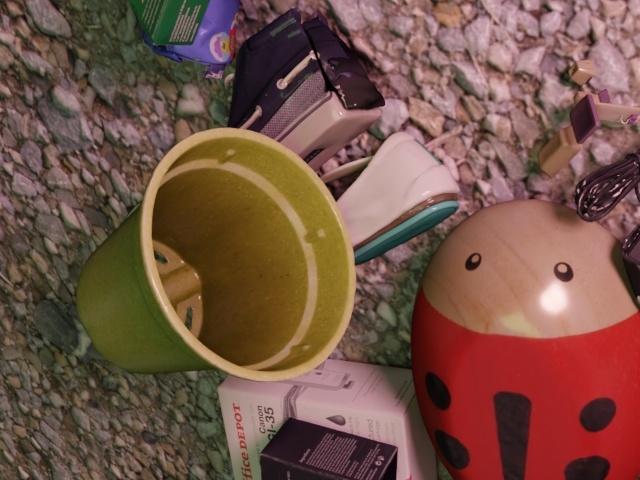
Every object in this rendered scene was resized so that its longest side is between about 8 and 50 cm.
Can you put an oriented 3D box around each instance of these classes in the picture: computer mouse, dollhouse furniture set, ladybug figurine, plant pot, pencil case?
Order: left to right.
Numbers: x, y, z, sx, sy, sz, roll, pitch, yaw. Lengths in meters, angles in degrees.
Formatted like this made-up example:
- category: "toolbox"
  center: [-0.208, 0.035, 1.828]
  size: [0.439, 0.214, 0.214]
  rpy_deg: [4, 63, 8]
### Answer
- category: "plant pot"
  center: [-0.144, 0.044, 0.966]
  size: [0.253, 0.276, 0.276]
  rpy_deg: [-23, 100, 45]
- category: "pencil case"
  center: [-0.139, -0.351, 0.975]
  size: [0.119, 0.133, 0.306]
  rpy_deg: [19, 118, 13]
- category: "ladybug figurine"
  center: [0.243, 0.176, 0.977]
  size: [0.305, 0.162, 0.450]
  rpy_deg: [1, 118, 26]
- category: "dollhouse furniture set"
  center: [0.295, -0.126, 0.926]
  size: [0.081, 0.091, 0.114]
  rpy_deg: [5, 150, -18]
- category: "computer mouse"
  center: [0.389, 0.006, 0.872]
  size: [0.184, 0.060, 0.262]
  rpy_deg: [-37, 91, -10]

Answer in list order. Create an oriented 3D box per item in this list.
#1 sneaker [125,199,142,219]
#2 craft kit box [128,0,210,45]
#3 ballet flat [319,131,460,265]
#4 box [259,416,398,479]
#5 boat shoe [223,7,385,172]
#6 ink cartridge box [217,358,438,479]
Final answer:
- category: "sneaker"
  center: [-0.225, -0.054, 1.209]
  size: [0.058, 0.052, 0.135]
  rpy_deg: [42, 132, -7]
- category: "craft kit box"
  center: [-0.163, -0.376, 0.858]
  size: [0.247, 0.060, 0.250]
  rpy_deg: [61, 139, 27]
- category: "ballet flat"
  center: [0.000, 0.000, 1.079]
  size: [0.400, 0.139, 0.139]
  rpy_deg: [-36, 93, 30]
- category: "box"
  center: [0.011, 0.331, 1.083]
  size: [0.158, 0.093, 0.156]
  rpy_deg: [11, 116, 21]
- category: "boat shoe"
  center: [-0.077, -0.144, 1.060]
  size: [0.340, 0.127, 0.158]
  rpy_deg: [-35, 77, 34]
- category: "ink cartridge box"
  center: [0.012, 0.283, 1.189]
  size: [0.282, 0.117, 0.207]
  rpy_deg: [3, 114, 26]
